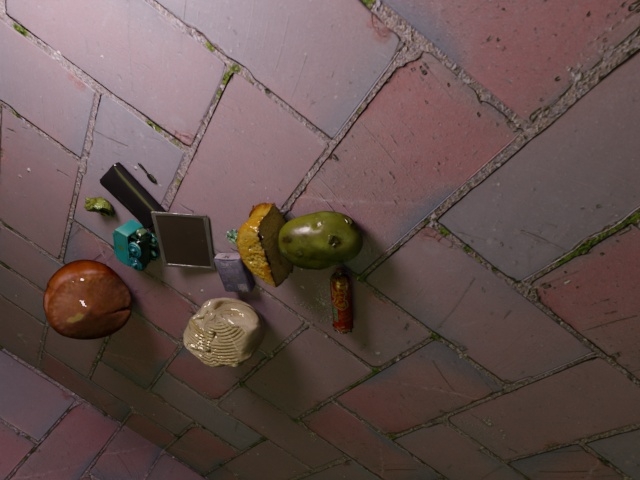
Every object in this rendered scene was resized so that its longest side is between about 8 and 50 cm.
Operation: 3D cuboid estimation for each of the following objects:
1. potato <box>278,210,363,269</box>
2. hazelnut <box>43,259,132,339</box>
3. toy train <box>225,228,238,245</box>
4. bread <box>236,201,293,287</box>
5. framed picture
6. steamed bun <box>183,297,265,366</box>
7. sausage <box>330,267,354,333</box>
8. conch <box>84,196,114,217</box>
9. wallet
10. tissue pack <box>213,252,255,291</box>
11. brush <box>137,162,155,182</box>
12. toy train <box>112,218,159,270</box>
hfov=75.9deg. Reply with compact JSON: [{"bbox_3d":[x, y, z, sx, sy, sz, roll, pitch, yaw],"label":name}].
[{"bbox_3d":[0.000,0.000,1.226,0.254,0.148,0.186,4,142,8],"label":"potato"},{"bbox_3d":[-0.978,0.249,1.722,0.373,0.316,0.371,28,129,41],"label":"hazelnut"},{"bbox_3d":[-0.285,-0.004,1.410,0.084,0.033,0.053,24,134,5],"label":"toy train"},{"bbox_3d":[-0.183,0.010,1.302,0.147,0.160,0.260,7,133,25],"label":"bread"},{"bbox_3d":[-0.490,0.004,1.483,0.197,0.014,0.252,5,127,1],"label":"framed picture"},{"bbox_3d":[-0.353,0.340,1.593,0.276,0.203,0.289,38,116,4],"label":"steamed bun"},{"bbox_3d":[0.070,0.198,1.390,0.083,0.083,0.263,6,125,18],"label":"sausage"},{"bbox_3d":[-0.811,-0.120,1.511,0.089,0.074,0.121,29,165,46],"label":"conch"},{"bbox_3d":[-0.661,-0.148,1.452,0.149,0.044,0.250,-23,114,37],"label":"wallet"},{"bbox_3d":[-0.314,0.119,1.503,0.113,0.051,0.156,0,124,19],"label":"tissue pack"},{"bbox_3d":[-0.585,-0.227,1.382,0.024,0.008,0.083,-24,113,36],"label":"brush"},{"bbox_3d":[-0.704,0.023,1.559,0.155,0.107,0.197,29,131,10],"label":"toy train"}]
